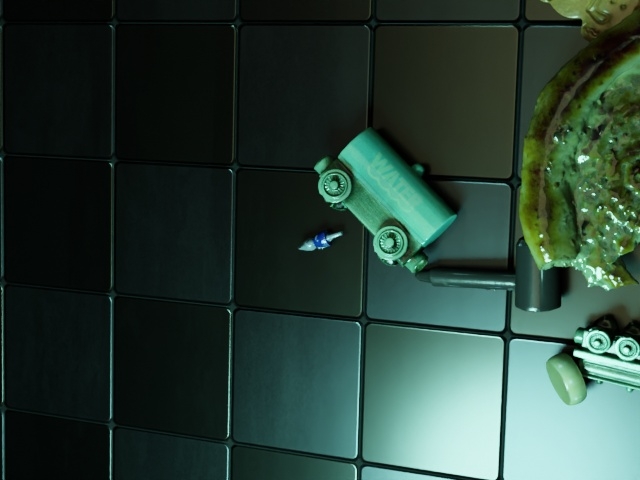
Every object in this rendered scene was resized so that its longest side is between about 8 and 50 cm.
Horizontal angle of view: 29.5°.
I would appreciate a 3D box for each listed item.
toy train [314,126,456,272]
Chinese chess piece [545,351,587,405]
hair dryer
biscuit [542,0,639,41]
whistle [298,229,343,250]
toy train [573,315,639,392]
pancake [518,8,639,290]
[{"bbox_3d":[0.108,-0.068,1.990,0.159,0.101,0.248,-43,79,5],"label":"toy train"},{"bbox_3d":[0.385,0.217,1.900,0.034,0.084,0.084,-23,86,-6],"label":"Chinese chess piece"},{"bbox_3d":[0.267,0.045,1.952,0.248,0.071,0.114,3,98,32],"label":"hair dryer"},{"bbox_3d":[0.427,-0.375,1.847,0.184,0.027,0.133,45,112,13],"label":"biscuit"},{"bbox_3d":[0.000,0.000,2.069,0.083,0.033,0.029,-21,95,23],"label":"whistle"},{"bbox_3d":[0.472,0.185,1.868,0.171,0.071,0.111,12,108,22],"label":"toy train"},{"bbox_3d":[0.449,-0.132,1.809,0.305,0.067,0.426,43,99,7],"label":"pancake"}]
